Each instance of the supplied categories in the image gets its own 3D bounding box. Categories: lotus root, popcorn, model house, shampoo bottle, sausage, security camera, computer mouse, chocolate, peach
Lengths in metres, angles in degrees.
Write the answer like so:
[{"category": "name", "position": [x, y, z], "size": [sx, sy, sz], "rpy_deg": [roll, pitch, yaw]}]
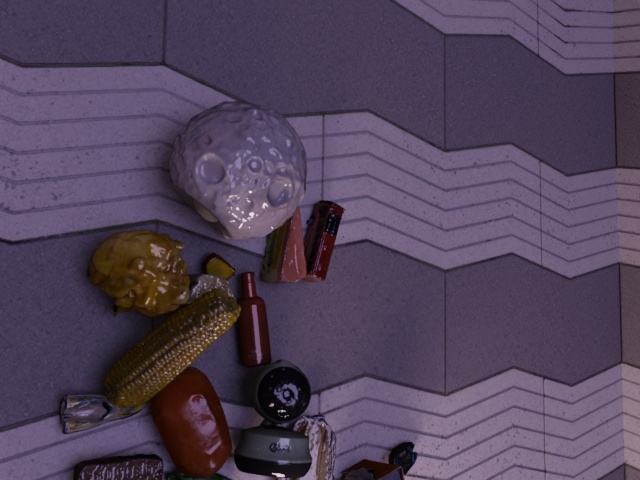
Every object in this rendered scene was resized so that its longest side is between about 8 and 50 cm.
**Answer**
[{"category": "lotus root", "position": [-0.047, 0.631, 1.893], "size": [0.167, 0.078, 0.330], "rpy_deg": [15, 73, -14]}, {"category": "popcorn", "position": [-0.407, 0.069, 1.597], "size": [0.190, 0.253, 0.191], "rpy_deg": [72, 23, -66]}, {"category": "model house", "position": [0.153, 0.672, 1.954], "size": [0.207, 0.219, 0.136], "rpy_deg": [32, 63, -30]}, {"category": "shampoo bottle", "position": [-0.177, 0.203, 1.839], "size": [0.085, 0.085, 0.244], "rpy_deg": [-3, 86, -36]}, {"category": "sausage", "position": [-0.303, 0.434, 1.681], "size": [0.141, 0.153, 0.268], "rpy_deg": [-18, 98, 4]}, {"category": "security camera", "position": [-0.107, 0.440, 1.778], "size": [0.196, 0.191, 0.277], "rpy_deg": [8, 78, -10]}, {"category": "computer mouse", "position": [0.242, 0.652, 2.119], "size": [0.135, 0.047, 0.079], "rpy_deg": [-18, 90, -47]}, {"category": "chocolate", "position": [-0.464, 0.561, 1.593], "size": [0.214, 0.093, 0.149], "rpy_deg": [7, 80, -36]}, {"category": "peach", "position": [-0.261, 0.065, 1.808], "size": [0.083, 0.050, 0.078], "rpy_deg": [-9, 113, -27]}]

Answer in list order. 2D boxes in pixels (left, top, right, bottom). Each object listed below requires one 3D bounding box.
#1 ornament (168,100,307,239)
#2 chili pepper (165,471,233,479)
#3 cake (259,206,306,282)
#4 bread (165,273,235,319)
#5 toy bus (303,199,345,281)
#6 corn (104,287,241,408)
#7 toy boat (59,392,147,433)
[{"category": "ornament", "position": [-0.189, -0.176, 1.710], "size": [0.337, 0.337, 0.337], "rpy_deg": [4, 84, -35]}, {"category": "chili pepper", "position": [-0.284, 0.618, 1.737], "size": [0.224, 0.061, 0.098], "rpy_deg": [23, 59, -29]}, {"category": "cake", "position": [-0.088, 0.009, 1.901], "size": [0.090, 0.109, 0.226], "rpy_deg": [14, 78, -34]}, {"category": "bread", "position": [-0.291, 0.156, 1.723], "size": [0.134, 0.141, 0.148], "rpy_deg": [19, 76, -32]}, {"category": "toy bus", "position": [0.000, 0.000, 1.975], "size": [0.073, 0.096, 0.235], "rpy_deg": [27, 72, -33]}, {"category": "corn", "position": [-0.334, 0.242, 1.582], "size": [0.363, 0.120, 0.120], "rpy_deg": [-38, 111, 1]}, {"category": "toy boat", "position": [-0.492, 0.381, 1.606], "size": [0.210, 0.066, 0.085], "rpy_deg": [1, 87, -36]}]
